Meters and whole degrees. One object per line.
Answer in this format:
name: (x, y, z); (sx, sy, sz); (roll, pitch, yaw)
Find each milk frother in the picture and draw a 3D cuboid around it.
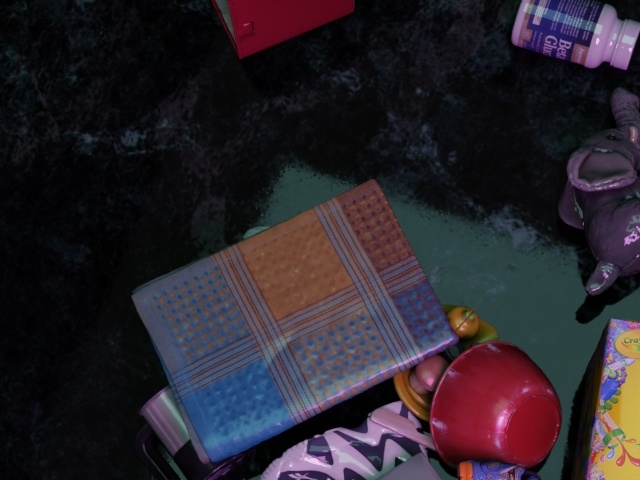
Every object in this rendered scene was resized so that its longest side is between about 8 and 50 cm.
milk frother: (-0.195, 0.272, 1.696); (0.129, 0.143, 0.135); (-40, 75, 2)

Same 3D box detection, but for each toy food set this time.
toy food set: (0.168, 0.168, 1.685); (0.128, 0.071, 0.218); (32, 59, -4)

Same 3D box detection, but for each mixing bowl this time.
mixing bowl: (0.240, 0.227, 1.628); (0.181, 0.181, 0.098); (-54, 31, -9)

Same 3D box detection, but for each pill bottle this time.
pill bottle: (0.366, -0.300, 1.820); (0.169, 0.094, 0.094); (19, 77, 12)

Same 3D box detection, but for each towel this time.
towel: (-0.038, 0.104, 1.690); (0.370, 0.040, 0.271); (-26, 66, 0)

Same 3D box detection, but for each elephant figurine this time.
elephant figurine: (0.395, -0.074, 1.738); (0.239, 0.186, 0.169); (54, 129, 27)

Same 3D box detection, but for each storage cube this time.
storage cube: (-0.074, -0.410, 1.848); (0.193, 0.215, 0.184); (-23, 72, -6)

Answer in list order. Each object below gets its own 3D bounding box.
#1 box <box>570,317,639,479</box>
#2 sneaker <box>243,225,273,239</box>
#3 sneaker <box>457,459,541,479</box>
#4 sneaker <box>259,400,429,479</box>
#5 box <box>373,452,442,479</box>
box: (0.401, 0.269, 1.547); (0.177, 0.290, 0.279); (9, 76, 9)
sneaker: (0.000, 0.000, 1.798); (0.212, 0.080, 0.094); (10, 57, 11)
sneaker: (0.246, 0.329, 1.589); (0.087, 0.221, 0.083); (-11, 64, 25)
sneaker: (0.045, 0.327, 1.675); (0.235, 0.094, 0.153); (-22, 64, -10)
box: (0.045, 0.457, 1.556); (0.345, 0.168, 0.215); (-30, 106, -3)
